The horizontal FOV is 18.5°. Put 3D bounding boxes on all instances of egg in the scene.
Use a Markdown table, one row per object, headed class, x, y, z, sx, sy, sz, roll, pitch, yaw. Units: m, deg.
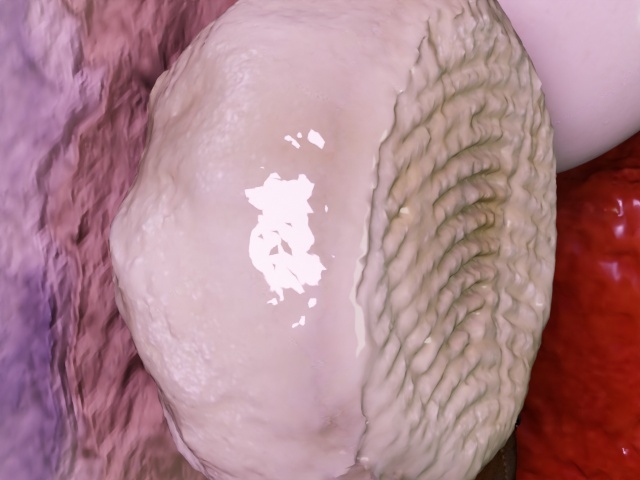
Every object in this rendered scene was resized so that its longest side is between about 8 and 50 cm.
| class | x | y | z | sx | sy | sz | roll | pitch | yaw |
| --- | --- | --- | --- | --- | --- | --- | --- | --- | --- |
| egg | 0.094 | -0.120 | 0.763 | 0.209 | 0.151 | 0.151 | -62 | 152 | -12 |

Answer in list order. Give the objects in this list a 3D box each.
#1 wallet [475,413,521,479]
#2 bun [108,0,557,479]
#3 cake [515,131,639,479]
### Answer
| class | x | y | z | sx | sy | sz | roll | pitch | yaw |
| --- | --- | --- | --- | --- | --- | --- | --- | --- | --- |
| wallet | 0.029 | 0.202 | 0.888 | 0.255 | 0.031 | 0.137 | -56 | 153 | -36 |
| bun | 0.000 | 0.000 | 0.643 | 0.195 | 0.118 | 0.195 | 5 | 90 | -67 |
| cake | 0.256 | 0.021 | 1.034 | 0.319 | 0.270 | 0.269 | -51 | 143 | -49 |
